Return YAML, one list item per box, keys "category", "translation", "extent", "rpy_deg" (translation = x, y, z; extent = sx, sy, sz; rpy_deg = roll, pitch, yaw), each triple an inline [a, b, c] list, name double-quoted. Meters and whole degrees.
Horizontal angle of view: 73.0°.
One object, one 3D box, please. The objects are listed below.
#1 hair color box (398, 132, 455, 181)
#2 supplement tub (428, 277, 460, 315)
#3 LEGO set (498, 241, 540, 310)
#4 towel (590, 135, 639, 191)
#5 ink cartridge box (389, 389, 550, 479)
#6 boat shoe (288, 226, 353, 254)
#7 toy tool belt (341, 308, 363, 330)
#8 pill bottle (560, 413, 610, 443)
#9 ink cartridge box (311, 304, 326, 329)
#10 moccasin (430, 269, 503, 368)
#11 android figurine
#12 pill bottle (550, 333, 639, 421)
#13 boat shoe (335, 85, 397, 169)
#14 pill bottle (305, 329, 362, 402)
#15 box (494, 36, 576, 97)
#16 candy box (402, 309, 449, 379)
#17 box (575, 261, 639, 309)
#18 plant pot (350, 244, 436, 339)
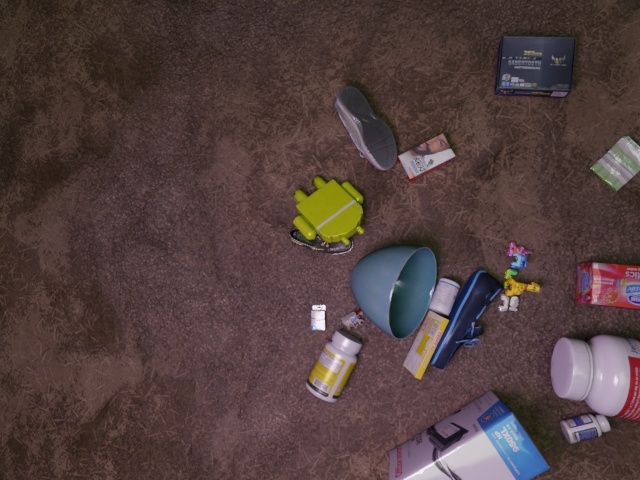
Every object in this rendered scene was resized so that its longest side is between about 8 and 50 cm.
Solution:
- category: "hair color box"
  translation: [0.358, -0.280, 1.470]
  extent: [0.167, 0.053, 0.093]
  rpy_deg: [-27, 80, 5]
- category: "supplement tub"
  translation: [0.401, 0.182, 1.402]
  extent: [0.071, 0.071, 0.107]
  rpy_deg: [22, 81, 11]
- category: "LEGO set"
  translation: [0.638, 0.122, 1.367]
  extent: [0.093, 0.087, 0.227]
  rpy_deg: [11, 87, 11]
- category: "towel"
  translation: [0.961, -0.247, 1.380]
  extent: [0.152, 0.023, 0.113]
  rpy_deg: [-45, 79, 3]
- category: "ink cartridge box"
  translation: [0.402, 0.633, 1.254]
  extent: [0.394, 0.285, 0.166]
  rpy_deg: [-34, 79, 4]
- category: "boat shoe"
  translation: [0.000, 0.000, 1.494]
  extent: [0.227, 0.068, 0.081]
  rpy_deg: [9, 85, 10]
- category: "toy tool belt"
  translation: [0.117, 0.269, 1.464]
  extent: [0.083, 0.052, 0.051]
  rpy_deg: [-30, 112, 9]
- category: "pill bottle"
  translation: [0.799, 0.564, 1.306]
  extent: [0.120, 0.067, 0.067]
  rpy_deg: [-18, 82, 8]
- category: "ink cartridge box"
  translation: [-0.007, 0.265, 1.489]
  extent: [0.048, 0.028, 0.083]
  rpy_deg: [-3, 84, 9]
- category: "moccasin"
  translation: [0.466, 0.261, 1.358]
  extent: [0.116, 0.138, 0.342]
  rpy_deg: [29, 91, 7]
- category: "android figurine"
  translation: [0.034, -0.099, 1.467]
  extent: [0.248, 0.056, 0.273]
  rpy_deg: [-38, 65, -13]
- category: "pill bottle"
  translation: [0.898, 0.394, 1.224]
  extent: [0.407, 0.229, 0.229]
  rpy_deg: [7, 86, 10]
- category: "boat shoe"
  translation: [0.154, -0.379, 1.500]
  extent: [0.118, 0.103, 0.320]
  rpy_deg: [-33, 85, -14]
- category: "pill bottle"
  translation: [0.048, 0.409, 1.421]
  extent: [0.119, 0.119, 0.209]
  rpy_deg: [28, 89, 11]
- category: "box"
  translation: [0.708, -0.576, 1.436]
  extent: [0.232, 0.059, 0.184]
  rpy_deg: [7, 85, 10]
- category: "candy box"
  translation: [0.336, 0.331, 1.388]
  extent: [0.027, 0.105, 0.206]
  rpy_deg: [26, 90, -10]
- category: "box"
  translation: [0.925, 0.140, 1.298]
  extent: [0.256, 0.122, 0.128]
  rpy_deg: [5, 86, 10]
- category: "plant pot"
  translation: [0.210, 0.138, 1.362]
  extent: [0.195, 0.290, 0.290]
  rpy_deg: [17, 87, 37]
